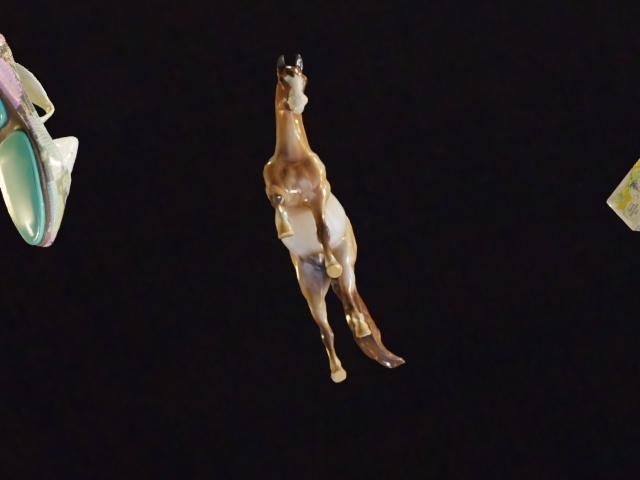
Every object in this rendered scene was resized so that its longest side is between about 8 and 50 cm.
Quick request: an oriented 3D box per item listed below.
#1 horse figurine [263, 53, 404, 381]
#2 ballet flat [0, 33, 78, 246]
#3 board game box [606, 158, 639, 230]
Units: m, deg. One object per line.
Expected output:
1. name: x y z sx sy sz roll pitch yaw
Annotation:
1. horse figurine: 0.000 0.000 1.344 0.066 0.263 0.174 -18 -137 5
2. ballet flat: -0.275 -0.103 1.509 0.077 0.079 0.221 -35 -101 44
3. board game box: 0.247 -0.047 0.945 0.026 0.154 0.103 53 -59 33
